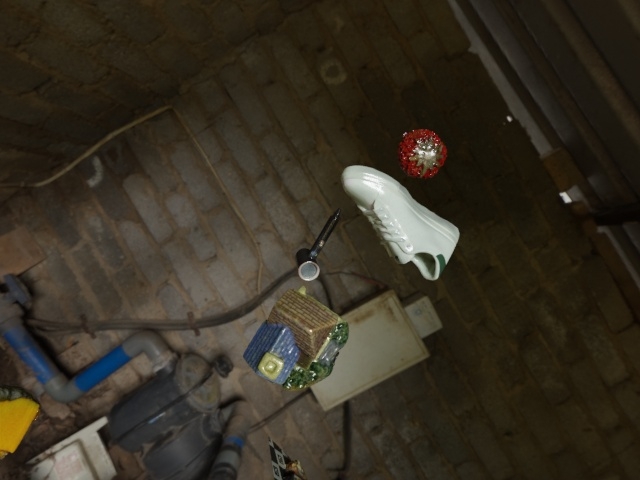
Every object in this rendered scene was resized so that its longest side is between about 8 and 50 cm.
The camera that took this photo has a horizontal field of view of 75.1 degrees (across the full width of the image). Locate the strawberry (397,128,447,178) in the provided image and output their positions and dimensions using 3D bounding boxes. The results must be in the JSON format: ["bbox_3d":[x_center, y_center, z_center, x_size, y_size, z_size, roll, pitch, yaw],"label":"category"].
[{"bbox_3d":[0.286,-0.243,1.170,0.145,0.145,0.086,58,2,-14],"label":"strawberry"}]

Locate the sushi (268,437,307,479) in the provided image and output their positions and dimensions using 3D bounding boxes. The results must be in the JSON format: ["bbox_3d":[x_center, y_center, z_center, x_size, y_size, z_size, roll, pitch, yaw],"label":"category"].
[{"bbox_3d":[-0.036,0.537,0.886,0.192,0.040,0.210,58,0,-29],"label":"sushi"}]

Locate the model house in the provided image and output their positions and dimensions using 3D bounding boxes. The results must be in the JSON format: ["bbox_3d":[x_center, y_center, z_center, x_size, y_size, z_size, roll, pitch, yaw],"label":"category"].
[{"bbox_3d":[-0.070,0.324,1.294,0.261,0.321,0.266,32,-6,11],"label":"model house"}]

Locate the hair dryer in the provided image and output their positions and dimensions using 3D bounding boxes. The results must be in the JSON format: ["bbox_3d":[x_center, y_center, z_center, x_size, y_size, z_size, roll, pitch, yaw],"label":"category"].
[{"bbox_3d":[0.000,0.000,1.368,0.070,0.255,0.128,28,12,-18],"label":"hair dryer"}]

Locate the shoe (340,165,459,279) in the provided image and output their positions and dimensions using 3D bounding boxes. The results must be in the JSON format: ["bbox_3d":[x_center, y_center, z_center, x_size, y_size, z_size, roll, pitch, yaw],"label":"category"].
[{"bbox_3d":[0.180,-0.031,1.022,0.363,0.160,0.132,31,-23,-20],"label":"shoe"}]

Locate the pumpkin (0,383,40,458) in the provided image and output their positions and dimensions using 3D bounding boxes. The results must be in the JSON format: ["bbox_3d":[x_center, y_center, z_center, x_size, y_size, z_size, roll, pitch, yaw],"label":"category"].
[{"bbox_3d":[-0.703,0.428,0.864,0.139,0.190,0.280,41,1,-43],"label":"pumpkin"}]
